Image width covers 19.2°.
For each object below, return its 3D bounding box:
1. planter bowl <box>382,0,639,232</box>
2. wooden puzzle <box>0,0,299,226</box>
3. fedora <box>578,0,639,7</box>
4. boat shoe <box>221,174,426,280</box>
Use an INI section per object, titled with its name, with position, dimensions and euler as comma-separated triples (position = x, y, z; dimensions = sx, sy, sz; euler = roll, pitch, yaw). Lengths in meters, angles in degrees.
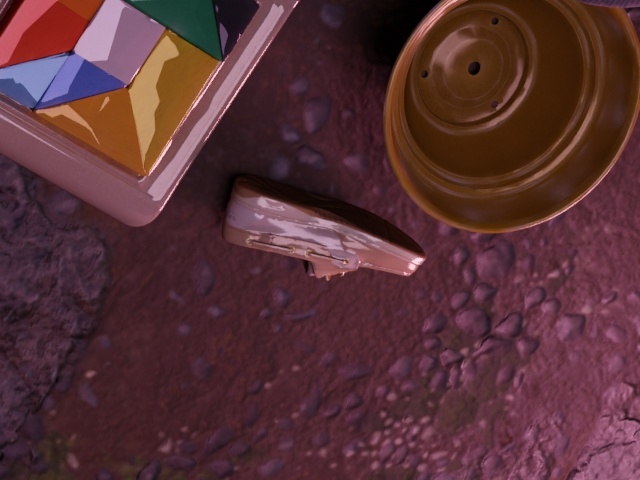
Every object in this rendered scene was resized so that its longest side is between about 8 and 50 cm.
[planter bowl]
position = 0.134, -0.122, 1.471
dimensions = 0.217, 0.090, 0.217
euler = -9, 117, -17
[wooden puzzle]
position = -0.151, -0.147, 1.377
dimensions = 0.221, 0.044, 0.239
euler = 31, 100, -30
[fedora]
position = 0.240, -0.273, 1.381
dimensions = 0.243, 0.275, 0.124
euler = -39, 147, 8
[boat shoe]
position = 0.000, 0.000, 1.496
dimensions = 0.170, 0.063, 0.059
euler = 19, 108, -18
